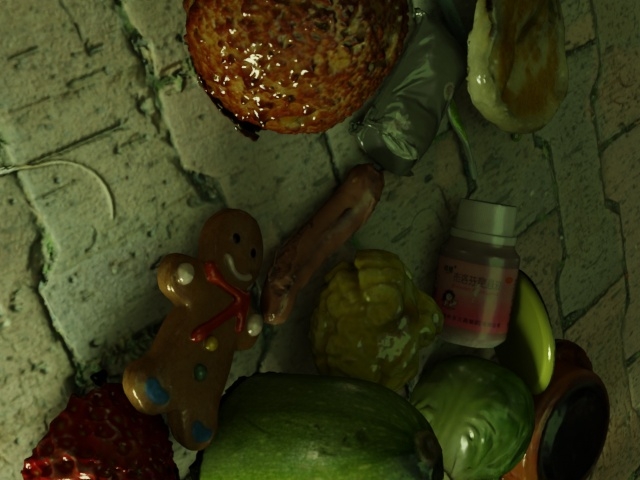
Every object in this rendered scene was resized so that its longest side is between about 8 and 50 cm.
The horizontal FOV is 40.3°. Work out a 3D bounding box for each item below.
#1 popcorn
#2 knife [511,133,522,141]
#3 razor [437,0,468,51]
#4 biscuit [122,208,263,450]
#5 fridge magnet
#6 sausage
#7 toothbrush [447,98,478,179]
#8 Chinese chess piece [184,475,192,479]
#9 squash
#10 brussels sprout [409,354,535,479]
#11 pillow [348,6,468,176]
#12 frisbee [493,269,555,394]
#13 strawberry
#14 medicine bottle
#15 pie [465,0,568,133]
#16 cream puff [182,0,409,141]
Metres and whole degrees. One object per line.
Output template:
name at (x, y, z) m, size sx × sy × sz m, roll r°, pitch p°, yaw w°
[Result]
popcorn at (0.082, 0.131, 1.357) m, size 0.203 × 0.200 × 0.226 m, roll 4°, pitch 64°, yaw -69°
knife at (0.380, -0.273, 1.618) m, size 0.026 × 0.022 × 0.184 m, roll 6°, pitch 95°, yaw -68°
razor at (0.205, -0.388, 1.410) m, size 0.106 × 0.068 × 0.232 m, roll -55°, pitch 135°, yaw -18°
biscuit at (-0.146, 0.099, 1.155) m, size 0.205 × 0.049 × 0.324 m, roll 51°, pitch 47°, yaw -42°
fridge magnet at (0.449, 0.374, 1.742) m, size 0.364 × 0.155 × 0.363 m, roll -12°, pitch 108°, yaw -39°
sausage at (0.000, 0.000, 1.304) m, size 0.304 × 0.078 × 0.078 m, roll -50°, pitch 128°, yaw -23°
toothbrush at (0.231, -0.218, 1.492) m, size 0.022 × 0.026 × 0.263 m, roll -34°, pitch 121°, yaw -23°
Chinese chess piece at (-0.161, 0.405, 1.262) m, size 0.144 × 0.058 × 0.144 m, roll -12°, pitch 108°, yaw -41°
squash at (0.036, 0.333, 1.205) m, size 0.310 × 0.309 × 0.310 m, roll 11°, pitch 77°, yaw -55°
brussels sprout at (0.259, 0.320, 1.527) m, size 0.244 × 0.244 × 0.244 m, roll -12°, pitch 108°, yaw -40°
pillow at (0.154, -0.229, 1.388) m, size 0.169 × 0.059 × 0.255 m, roll 33°, pitch 81°, yaw -36°
frisbee at (0.355, 0.163, 1.569) m, size 0.017 × 0.236 × 0.236 m, roll -9°, pitch 108°, yaw -15°
strawberry at (-0.240, 0.299, 1.091) m, size 0.234 × 0.178 × 0.233 m, roll -19°, pitch 117°, yaw -44°
medicine bottle at (0.271, 0.054, 1.516) m, size 0.147 × 0.147 × 0.247 m, roll 3°, pitch 98°, yaw -43°
pie at (0.335, -0.338, 1.485) m, size 0.339 × 0.077 × 0.339 m, roll -2°, pitch 93°, yaw -54°
cream puff at (-0.014, -0.299, 1.117) m, size 0.350 × 0.229 × 0.350 m, roll -12°, pitch 107°, yaw -43°
